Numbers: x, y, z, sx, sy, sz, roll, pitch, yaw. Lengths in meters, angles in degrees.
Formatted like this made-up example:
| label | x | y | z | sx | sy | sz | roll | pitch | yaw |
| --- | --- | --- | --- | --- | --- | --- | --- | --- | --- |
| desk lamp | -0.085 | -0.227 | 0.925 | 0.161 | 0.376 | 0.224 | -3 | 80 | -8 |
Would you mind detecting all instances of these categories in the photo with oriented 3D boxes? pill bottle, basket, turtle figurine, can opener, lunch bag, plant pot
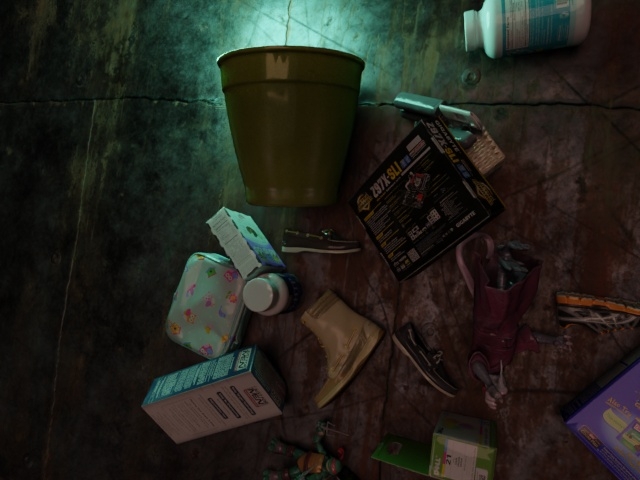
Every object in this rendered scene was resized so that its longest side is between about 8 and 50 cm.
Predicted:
| label | x | y | z | sx | sy | sz | roll | pitch | yaw |
| --- | --- | --- | --- | --- | --- | --- | --- | --- | --- |
| pill bottle | 0.477 | -0.515 | 1.110 | 0.263 | 0.146 | 0.146 | -2 | 85 | 20 |
| basket | 0.352 | -0.182 | 1.146 | 0.167 | 0.113 | 0.103 | -37 | 79 | 12 |
| turtle figurine | -0.031 | 0.566 | 1.204 | 0.234 | 0.175 | 0.118 | -15 | 117 | 29 |
| can opener | 0.267 | -0.286 | 1.129 | 0.095 | 0.076 | 0.283 | -50 | 39 | -3 |
| pill bottle | -0.124 | 0.142 | 1.244 | 0.111 | 0.186 | 0.112 | -1 | 86 | 19 |
| lunch bag | -0.301 | 0.190 | 1.343 | 0.224 | 0.108 | 0.279 | 21 | 95 | 14 |
| plant pot | -0.075 | -0.264 | 1.199 | 0.366 | 0.366 | 0.353 | 4 | 98 | 19 |

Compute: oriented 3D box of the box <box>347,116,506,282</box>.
| label | x | y | z | sx | sy | sz | roll | pitch | yaw |
| --- | --- | --- | --- | --- | --- | --- | --- | --- | --- |
| box | 0.230 | -0.083 | 1.110 | 0.257 | 0.079 | 0.322 | 60 | 139 | 16 |

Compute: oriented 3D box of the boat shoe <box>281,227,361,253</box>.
| label | x | y | z | sx | sy | sz | roll | pitch | yaw |
| --- | --- | --- | --- | --- | --- | --- | --- | --- | --- |
| boat shoe | 0.000 | 0.000 | 1.268 | 0.227 | 0.081 | 0.069 | 1 | 90 | 22 |

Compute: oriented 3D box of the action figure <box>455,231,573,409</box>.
| label | x | y | z | sx | sy | sz | roll | pitch | yaw |
| --- | --- | --- | --- | --- | --- | --- | --- | --- | --- |
| action figure | 0.381 | 0.197 | 1.064 | 0.275 | 0.248 | 0.370 | 32 | 127 | 53 |

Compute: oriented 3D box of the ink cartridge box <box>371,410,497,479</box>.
| label | x | y | z | sx | sy | sz | roll | pitch | yaw |
| --- | --- | --- | --- | --- | --- | --- | --- | --- | --- |
| ink cartridge box | 0.264 | 0.459 | 1.080 | 0.255 | 0.189 | 0.097 | 7 | 89 | 20 |

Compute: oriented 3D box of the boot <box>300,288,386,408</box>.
| label | x | y | z | sx | sy | sz | roll | pitch | yaw |
| --- | --- | --- | --- | --- | --- | --- | --- | --- | --- |
| boot | 0.018 | 0.280 | 1.231 | 0.203 | 0.095 | 0.262 | 37 | 96 | 18 |

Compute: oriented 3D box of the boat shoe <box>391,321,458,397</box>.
| label | x | y | z | sx | sy | sz | roll | pitch | yaw |
| --- | --- | --- | --- | --- | --- | --- | --- | --- | --- |
| boat shoe | 0.266 | 0.289 | 1.156 | 0.206 | 0.075 | 0.065 | 46 | 104 | 21 |

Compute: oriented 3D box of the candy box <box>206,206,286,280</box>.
| label | x | y | z | sx | sy | sz | roll | pitch | yaw |
| --- | --- | --- | --- | --- | --- | --- | --- | --- | --- |
| candy box | -0.201 | 0.015 | 1.293 | 0.070 | 0.165 | 0.196 | -39 | 74 | 10 |

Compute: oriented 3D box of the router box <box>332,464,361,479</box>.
| label | x | y | z | sx | sy | sz | roll | pitch | yaw |
| --- | --- | --- | --- | --- | --- | --- | --- | --- | --- |
| router box | 0.057 | 0.777 | 1.184 | 0.243 | 0.081 | 0.309 | 37 | 98 | 18 |

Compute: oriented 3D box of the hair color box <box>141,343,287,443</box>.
| label | x | y | z | sx | sy | sz | roll | pitch | yaw |
| --- | --- | --- | --- | --- | --- | --- | --- | --- | --- |
| hair color box | -0.284 | 0.421 | 1.282 | 0.347 | 0.105 | 0.174 | -21 | 117 | 17 |

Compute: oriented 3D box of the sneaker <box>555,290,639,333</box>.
| label | x | y | z | sx | sy | sz | roll | pitch | yaw |
| --- | --- | --- | --- | --- | --- | --- | --- | --- | --- |
| sneaker | 0.633 | 0.168 | 1.040 | 0.214 | 0.084 | 0.083 | 8 | 98 | 25 |

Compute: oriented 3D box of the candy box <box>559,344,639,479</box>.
| label | x | y | z | sx | sy | sz | roll | pitch | yaw |
| --- | --- | --- | --- | --- | --- | --- | --- | --- | --- |
| candy box | 0.718 | 0.366 | 0.966 | 0.317 | 0.122 | 0.268 | -46 | 72 | 12 |
